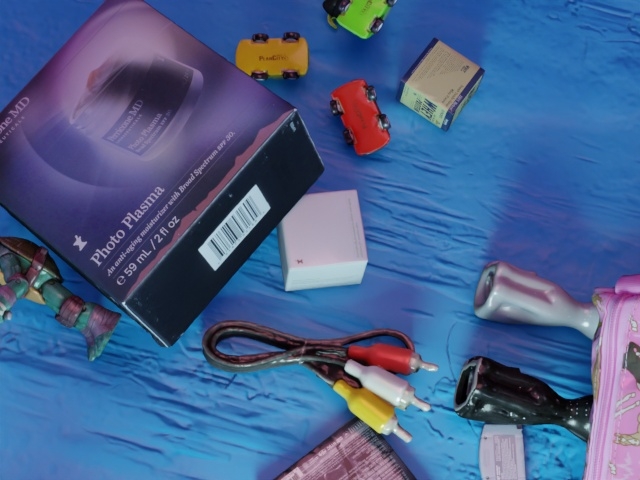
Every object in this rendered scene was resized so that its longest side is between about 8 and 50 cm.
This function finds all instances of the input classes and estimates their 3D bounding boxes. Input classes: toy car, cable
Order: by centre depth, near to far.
[{"bbox_3d":[0.004,0.136,1.504,0.287,0.072,0.139,22,65,4],"label":"cable"},{"bbox_3d":[0.035,-0.257,1.624,0.239,0.053,0.225,34,96,8],"label":"toy car"}]

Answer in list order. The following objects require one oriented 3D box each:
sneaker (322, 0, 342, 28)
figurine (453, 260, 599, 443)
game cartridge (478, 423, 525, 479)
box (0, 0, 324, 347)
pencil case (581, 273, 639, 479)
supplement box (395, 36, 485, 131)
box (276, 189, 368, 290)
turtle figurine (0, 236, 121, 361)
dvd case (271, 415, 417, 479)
[{"bbox_3d":[0.047,-0.404,1.669,0.097,0.084,0.234,8,91,11],"label":"sneaker"},{"bbox_3d":[0.288,0.140,1.521,0.209,0.092,0.215,18,66,-6],"label":"figurine"},{"bbox_3d":[0.220,0.265,1.504,0.056,0.017,0.083,3,70,-7],"label":"game cartridge"},{"bbox_3d":[-0.211,-0.089,1.464,0.294,0.183,0.296,36,80,22],"label":"box"},{"bbox_3d":[0.366,0.232,1.397,0.160,0.167,0.386,8,88,11],"label":"pencil case"},{"bbox_3d":[0.159,-0.207,1.646,0.083,0.056,0.083,34,71,8],"label":"supplement box"},{"bbox_3d":[0.000,0.000,1.543,0.102,0.087,0.101,-6,70,-6],"label":"box"},{"bbox_3d":[-0.352,0.058,1.449,0.234,0.175,0.118,29,90,-9],"label":"turtle figurine"},{"bbox_3d":[0.055,0.338,1.464,0.164,0.018,0.221,-35,76,-16],"label":"dvd case"}]
